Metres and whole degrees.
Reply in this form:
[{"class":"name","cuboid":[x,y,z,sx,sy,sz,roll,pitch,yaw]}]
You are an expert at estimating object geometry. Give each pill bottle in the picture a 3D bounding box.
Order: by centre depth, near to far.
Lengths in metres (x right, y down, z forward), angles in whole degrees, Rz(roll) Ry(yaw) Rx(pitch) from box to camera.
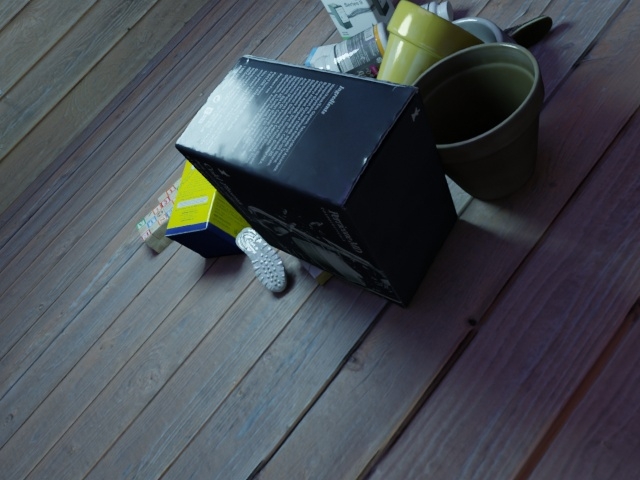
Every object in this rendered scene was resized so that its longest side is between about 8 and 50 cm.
[{"class":"pill bottle","cuboid":[0.377,-0.785,1.805,0.170,0.094,0.094,-3,55,35]},{"class":"pill bottle","cuboid":[0.131,-0.646,1.827,0.279,0.162,0.162,-19,47,25]}]

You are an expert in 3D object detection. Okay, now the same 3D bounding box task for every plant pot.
[{"class":"plant pot","cuboid":[0.387,-0.256,1.228,0.323,0.280,0.323,-20,48,23]},{"class":"plant pot","cuboid":[0.269,-0.472,1.371,0.239,0.254,0.254,-63,37,22]}]

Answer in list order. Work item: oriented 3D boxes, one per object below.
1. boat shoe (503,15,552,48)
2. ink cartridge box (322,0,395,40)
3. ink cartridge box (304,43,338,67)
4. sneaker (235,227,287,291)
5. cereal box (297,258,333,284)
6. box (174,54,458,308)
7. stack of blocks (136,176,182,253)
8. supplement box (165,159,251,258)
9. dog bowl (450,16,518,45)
[{"class":"boat shoe","cuboid":[0.571,-0.602,1.522,0.224,0.080,0.073,-31,48,19]},{"class":"ink cartridge box","cuboid":[0.143,-0.869,1.902,0.211,0.289,0.121,15,66,43]},{"class":"ink cartridge box","cuboid":[0.031,-0.697,1.992,0.143,0.092,0.089,8,62,41]},{"class":"sneaker","cuboid":[-0.160,0.062,1.530,0.090,0.095,0.235,-35,62,1]},{"class":"cereal box","cuboid":[0.000,0.000,1.479,0.173,0.047,0.240,-43,42,-2]},{"class":"box","cuboid":[0.016,-0.133,1.199,0.472,0.480,0.297,21,72,33]},{"class":"stack of blocks","cuboid":[-0.562,-0.114,1.962,0.297,0.087,0.171,-43,42,-1]},{"class":"supplement box","cuboid":[-0.345,-0.144,1.710,0.195,0.194,0.356,-7,61,33]},{"class":"dog bowl","cuboid":[0.399,-0.490,1.491,0.349,0.102,0.348,-19,58,34]}]
